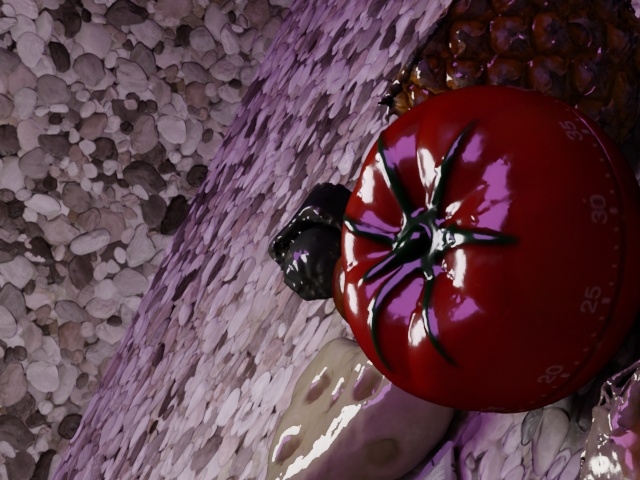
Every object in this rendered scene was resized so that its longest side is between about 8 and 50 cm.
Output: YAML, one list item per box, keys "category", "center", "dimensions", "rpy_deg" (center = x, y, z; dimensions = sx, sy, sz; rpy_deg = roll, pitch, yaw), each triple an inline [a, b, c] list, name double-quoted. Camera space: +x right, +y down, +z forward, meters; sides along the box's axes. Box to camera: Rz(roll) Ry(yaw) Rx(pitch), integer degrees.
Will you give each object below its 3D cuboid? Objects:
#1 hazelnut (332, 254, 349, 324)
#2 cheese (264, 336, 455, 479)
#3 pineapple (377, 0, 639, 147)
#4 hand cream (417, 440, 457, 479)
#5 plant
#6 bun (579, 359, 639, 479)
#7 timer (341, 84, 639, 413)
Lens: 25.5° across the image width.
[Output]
- category: "hazelnut"
  center: [0.104, 0.068, 2.160]
  dimensions: [0.170, 0.160, 0.201]
  rpy_deg: [-47, -21, -4]
- category: "cheese"
  center: [0.059, 0.224, 2.018]
  dimensions: [0.351, 0.130, 0.328]
  rpy_deg: [-47, 18, 27]
- category: "pineapple"
  center: [0.276, -0.230, 1.864]
  dimensions: [0.352, 0.300, 0.352]
  rpy_deg: [-59, 3, 5]
- category: "hand cream"
  center: [0.144, 0.335, 1.742]
  dimensions: [0.080, 0.050, 0.234]
  rpy_deg: [-52, 13, 21]
- category: "plant"
  center: [0.000, 0.000, 2.555]
  dimensions: [0.164, 0.142, 0.256]
  rpy_deg: [-46, 17, 33]
- category: "bun"
  center: [0.335, 0.180, 1.290]
  dimensions: [0.287, 0.146, 0.287]
  rpy_deg: [-54, 16, 23]
- category: "timer"
  center: [0.200, 0.011, 1.636]
  dimensions: [0.378, 0.279, 0.377]
  rpy_deg: [-10, 78, 54]
